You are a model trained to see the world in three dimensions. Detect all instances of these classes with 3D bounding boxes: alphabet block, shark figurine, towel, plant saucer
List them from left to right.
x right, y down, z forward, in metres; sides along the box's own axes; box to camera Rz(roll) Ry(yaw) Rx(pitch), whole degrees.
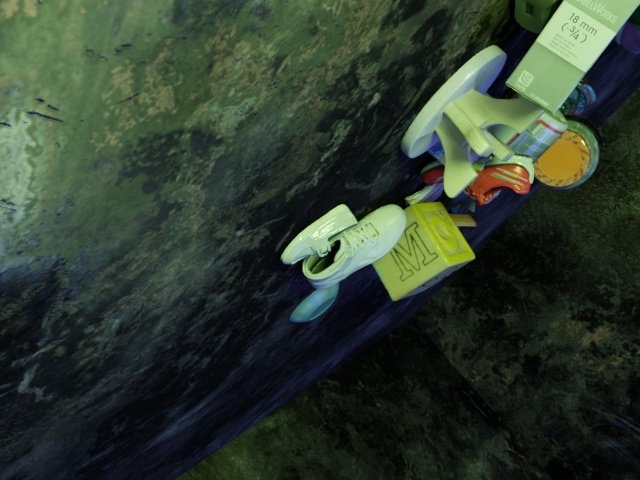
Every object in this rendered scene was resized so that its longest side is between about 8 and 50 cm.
[{"bbox_3d":[-0.007,0.193,1.818,0.195,0.037,0.195,-38,163,-13],"label":"plant saucer"},{"bbox_3d":[0.266,0.026,1.652,0.197,0.194,0.192,-38,164,33],"label":"alphabet block"},{"bbox_3d":[0.290,-0.118,1.705,0.144,0.029,0.197,-38,166,-7],"label":"towel"},{"bbox_3d":[0.369,-0.062,1.824,0.200,0.199,0.037,-2,94,-65],"label":"plant saucer"},{"bbox_3d":[0.428,-0.120,1.858,0.166,0.116,0.278,-28,157,-34],"label":"shark figurine"}]

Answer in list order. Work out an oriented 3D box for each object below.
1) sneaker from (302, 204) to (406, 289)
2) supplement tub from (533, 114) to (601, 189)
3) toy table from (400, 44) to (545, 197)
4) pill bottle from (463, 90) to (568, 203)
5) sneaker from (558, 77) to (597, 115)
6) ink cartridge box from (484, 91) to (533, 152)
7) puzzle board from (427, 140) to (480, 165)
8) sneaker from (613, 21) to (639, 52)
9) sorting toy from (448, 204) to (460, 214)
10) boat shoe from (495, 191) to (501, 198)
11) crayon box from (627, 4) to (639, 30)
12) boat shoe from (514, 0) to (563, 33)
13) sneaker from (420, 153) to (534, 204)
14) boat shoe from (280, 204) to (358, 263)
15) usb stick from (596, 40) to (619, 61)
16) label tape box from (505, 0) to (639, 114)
[{"bbox_3d":[0.085,0.008,1.424,0.292,0.108,0.169,-39,167,-1],"label":"sneaker"},{"bbox_3d":[0.694,-0.253,1.722,0.194,0.193,0.316,-50,169,28],"label":"supplement tub"},{"bbox_3d":[0.308,-0.231,1.217,0.252,0.161,0.274,-19,154,-52],"label":"toy table"},{"bbox_3d":[0.484,-0.243,1.575,0.161,0.161,0.283,-18,153,-53],"label":"pill bottle"},{"bbox_3d":[0.752,-0.410,1.847,0.125,0.104,0.262,-39,163,-1],"label":"sneaker"},{"bbox_3d":[0.412,-0.269,1.402,0.072,0.127,0.175,-47,163,22],"label":"ink cartridge box"},{"bbox_3d":[0.308,-0.213,1.373,0.096,0.128,0.011,-46,-155,21],"label":"puzzle board"},{"bbox_3d":[0.773,-0.551,1.432,0.102,0.161,0.282,-40,162,2],"label":"sneaker"},{"bbox_3d":[0.431,-0.104,2.041,0.102,0.042,0.061,-46,-177,-27],"label":"sorting toy"},{"bbox_3d":[0.558,-0.241,1.868,0.118,0.103,0.320,-47,163,-11],"label":"boat shoe"},{"bbox_3d":[0.736,-0.536,1.110,0.363,0.313,0.106,-43,163,9],"label":"crayon box"},{"bbox_3d":[0.377,-0.433,1.019,0.081,0.079,0.227,-57,166,4],"label":"boat shoe"},{"bbox_3d":[0.366,-0.144,1.447,0.278,0.119,0.107,1,-177,36],"label":"sneaker"},{"bbox_3d":[0.000,0.000,1.288,0.184,0.063,0.066,-36,163,-17],"label":"boat shoe"},{"bbox_3d":[0.698,-0.489,1.580,0.278,0.077,0.045,-35,129,-21],"label":"usb stick"},{"bbox_3d":[0.473,-0.401,1.027,0.240,0.106,0.334,-41,165,-54],"label":"label tape box"}]
